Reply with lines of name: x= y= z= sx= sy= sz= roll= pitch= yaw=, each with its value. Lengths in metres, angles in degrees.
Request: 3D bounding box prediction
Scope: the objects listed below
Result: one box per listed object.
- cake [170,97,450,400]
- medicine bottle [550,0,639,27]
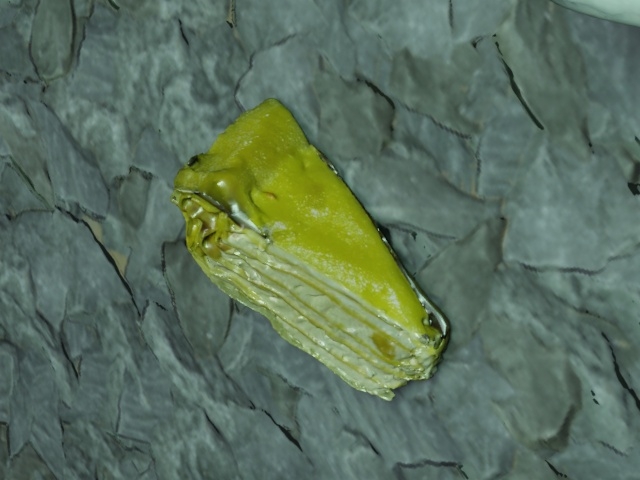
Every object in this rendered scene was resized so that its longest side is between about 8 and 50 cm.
cake: x=-0.002 y=0.003 z=0.899 sx=0.185 sy=0.116 sz=0.079 roll=28 pitch=133 yaw=-5
medicine bottle: x=0.169 y=-0.232 z=0.571 sx=0.170 sy=0.170 sz=0.293 roll=17 pitch=114 yaw=37
